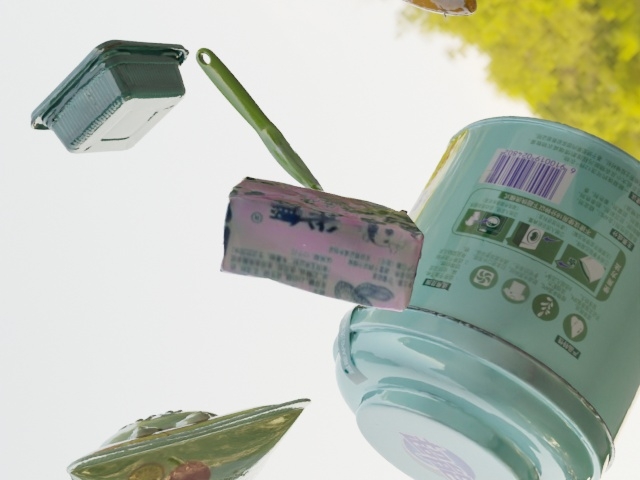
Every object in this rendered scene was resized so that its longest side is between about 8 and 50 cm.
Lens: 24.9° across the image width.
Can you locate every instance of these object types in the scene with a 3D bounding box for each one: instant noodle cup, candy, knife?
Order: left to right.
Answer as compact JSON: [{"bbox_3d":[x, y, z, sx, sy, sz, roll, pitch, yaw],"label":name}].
[{"bbox_3d":[-0.249,-0.170,1.782,0.157,0.179,0.070,-7,-116,-53],"label":"instant noodle cup"},{"bbox_3d":[-0.058,-0.111,1.342,0.184,0.022,0.026,50,-173,13],"label":"knife"},{"bbox_3d":[0.000,0.000,1.179,0.160,0.073,0.092,13,-168,-2],"label":"candy"}]

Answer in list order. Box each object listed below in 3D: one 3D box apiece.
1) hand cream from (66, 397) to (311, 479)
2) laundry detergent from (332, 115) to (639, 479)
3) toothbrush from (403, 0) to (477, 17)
[{"bbox_3d":[-0.109,0.172,0.940,0.147,0.306,0.093,-12,-110,-22],"label":"hand cream"},{"bbox_3d":[0.181,0.085,1.396,0.287,0.305,0.287,26,155,13],"label":"laundry detergent"},{"bbox_3d":[-0.006,-0.176,0.916,0.321,0.031,0.023,31,156,52],"label":"toothbrush"}]
